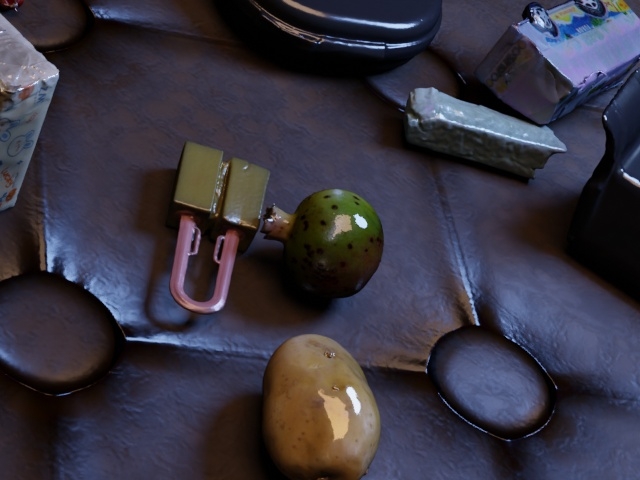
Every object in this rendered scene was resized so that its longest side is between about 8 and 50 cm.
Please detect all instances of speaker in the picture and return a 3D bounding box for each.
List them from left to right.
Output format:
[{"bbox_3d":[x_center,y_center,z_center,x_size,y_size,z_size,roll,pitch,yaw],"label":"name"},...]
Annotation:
[{"bbox_3d":[0.478,-0.010,2.080,0.388,0.184,0.180,34,42,6],"label":"speaker"}]

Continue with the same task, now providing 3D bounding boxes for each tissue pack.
[{"bbox_3d":[-0.360,-0.136,1.762,0.148,0.196,0.092,43,44,17],"label":"tissue pack"}]

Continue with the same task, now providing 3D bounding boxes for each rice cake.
[{"bbox_3d":[0.198,-0.134,2.148,0.206,0.063,0.069,14,37,-16],"label":"rice cake"}]

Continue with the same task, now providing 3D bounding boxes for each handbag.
[{"bbox_3d":[0.011,-0.319,2.216,0.308,0.093,0.254,5,48,-23],"label":"handbag"}]

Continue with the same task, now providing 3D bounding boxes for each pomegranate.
[{"bbox_3d":[0.006,0.004,1.878,0.130,0.130,0.130,14,43,-14],"label":"pomegranate"}]

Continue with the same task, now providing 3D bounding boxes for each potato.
[{"bbox_3d":[-0.001,0.168,1.713,0.118,0.109,0.178,-5,42,-3],"label":"potato"}]

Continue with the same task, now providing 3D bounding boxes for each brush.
[{"bbox_3d":[-0.121,-0.003,1.868,0.103,0.047,0.233,18,44,-10],"label":"brush"}]

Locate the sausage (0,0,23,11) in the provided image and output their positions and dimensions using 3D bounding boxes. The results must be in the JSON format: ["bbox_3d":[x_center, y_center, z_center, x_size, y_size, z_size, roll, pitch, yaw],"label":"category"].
[{"bbox_3d":[-0.378,-0.319,2.057,0.034,0.034,0.129,-1,49,-28],"label":"sausage"}]

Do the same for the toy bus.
[{"bbox_3d":[0.323,-0.243,2.258,0.138,0.112,0.317,45,35,10],"label":"toy bus"}]
